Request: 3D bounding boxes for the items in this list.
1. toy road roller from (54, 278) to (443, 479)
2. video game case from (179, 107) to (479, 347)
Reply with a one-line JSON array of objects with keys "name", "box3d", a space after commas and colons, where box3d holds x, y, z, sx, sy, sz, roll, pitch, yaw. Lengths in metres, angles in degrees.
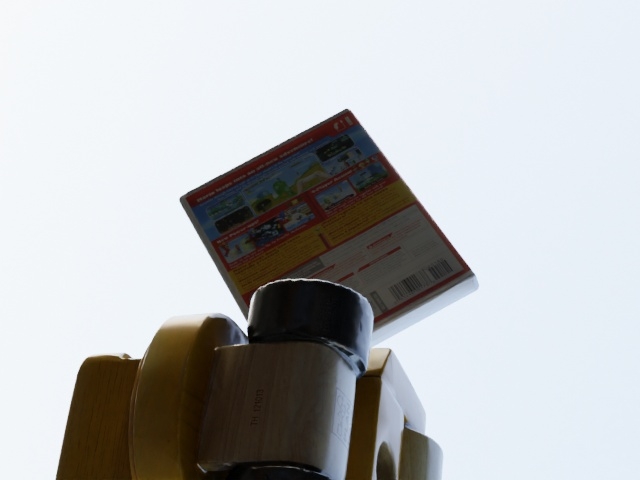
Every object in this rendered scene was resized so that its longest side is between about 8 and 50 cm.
[{"name": "toy road roller", "box3d": [-0.055, 0.179, 1.152, 0.329, 0.240, 0.203, 57, 35, -53]}, {"name": "video game case", "box3d": [0.000, 0.000, 1.438, 0.285, 0.204, 0.025, 57, -7, 44]}]
